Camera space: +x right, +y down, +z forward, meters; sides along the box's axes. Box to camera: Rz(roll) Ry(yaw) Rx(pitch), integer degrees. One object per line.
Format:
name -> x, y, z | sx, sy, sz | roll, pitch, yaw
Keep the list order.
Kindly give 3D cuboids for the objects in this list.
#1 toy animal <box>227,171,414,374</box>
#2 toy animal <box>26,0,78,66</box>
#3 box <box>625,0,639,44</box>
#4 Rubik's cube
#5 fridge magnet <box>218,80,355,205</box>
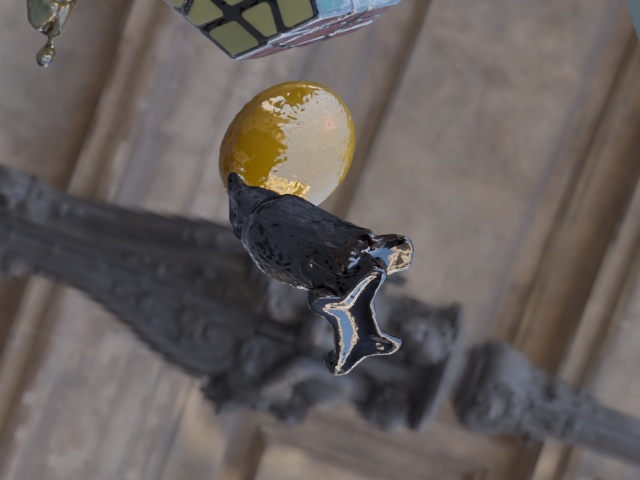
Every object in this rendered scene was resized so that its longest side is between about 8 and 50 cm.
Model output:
toy animal -> 0.000, -0.004, 1.518 | 0.210, 0.117, 0.121 | 53, -7, 37
toy animal -> -0.224, -0.327, 1.633 | 0.157, 0.097, 0.312 | -29, 134, -60
box -> 0.289, -0.215, 1.419 | 0.079, 0.135, 0.269 | -24, -110, 28
Rubik's cube -> -0.048, -0.337, 1.869 | 0.264, 0.319, 0.319 | 78, 26, -63
fridge magnet -> -0.033, -0.087, 1.715 | 0.063, 0.143, 0.143 | 47, -59, 52
